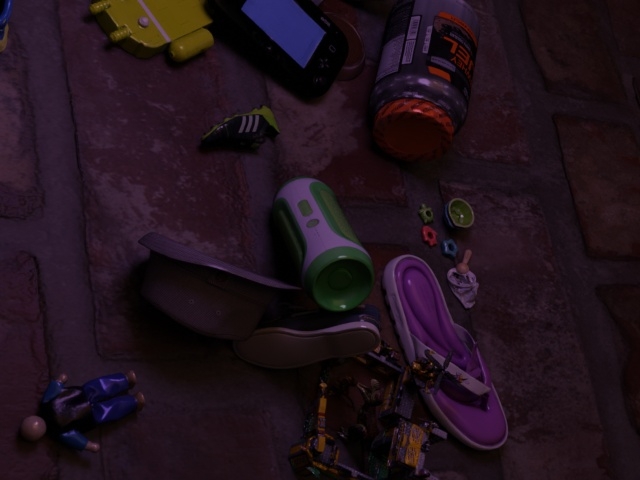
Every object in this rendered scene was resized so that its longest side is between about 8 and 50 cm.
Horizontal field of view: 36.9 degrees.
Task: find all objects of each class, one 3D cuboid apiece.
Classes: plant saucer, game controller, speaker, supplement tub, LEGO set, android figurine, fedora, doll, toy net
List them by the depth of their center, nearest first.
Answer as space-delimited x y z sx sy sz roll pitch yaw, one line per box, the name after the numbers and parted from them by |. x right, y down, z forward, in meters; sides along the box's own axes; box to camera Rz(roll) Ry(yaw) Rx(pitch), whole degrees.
-0.358 0.258 1.437 0.189 0.046 0.129 -15 76 -39 | doll
-0.180 0.087 1.559 0.275 0.244 0.124 23 87 -27 | fedora
0.107 0.285 1.649 0.255 0.192 0.331 37 52 -14 | LEGO set
0.000 0.000 1.667 0.131 0.131 0.296 20 22 -26 | speaker
-0.313 -0.444 1.798 0.273 0.056 0.248 -34 90 -42 | android figurine
-0.078 -0.431 1.897 0.319 0.067 0.166 40 74 -27 | game controller
0.279 0.025 1.986 0.122 0.045 0.232 1 68 -34 | toy net
0.217 -0.345 2.016 0.207 0.207 0.338 27 56 -22 | supplement tub
0.032 -0.420 2.041 0.168 0.029 0.168 14 62 -29 | plant saucer

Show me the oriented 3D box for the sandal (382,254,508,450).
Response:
0.247 0.213 1.837 0.169 0.102 0.416 -26 85 -39 | sandal

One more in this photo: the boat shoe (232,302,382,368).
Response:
-0.023 0.153 1.627 0.079 0.255 0.095 -84 157 -50 | boat shoe

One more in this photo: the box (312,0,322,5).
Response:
-0.046 -0.677 2.090 0.232 0.058 0.322 35 52 -17 | box

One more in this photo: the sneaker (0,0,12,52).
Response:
-0.549 -0.428 1.579 0.091 0.126 0.240 -7 73 -37 | sneaker

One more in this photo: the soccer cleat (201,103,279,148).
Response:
-0.145 -0.201 1.795 0.179 0.060 0.072 -28 87 -43 | soccer cleat
